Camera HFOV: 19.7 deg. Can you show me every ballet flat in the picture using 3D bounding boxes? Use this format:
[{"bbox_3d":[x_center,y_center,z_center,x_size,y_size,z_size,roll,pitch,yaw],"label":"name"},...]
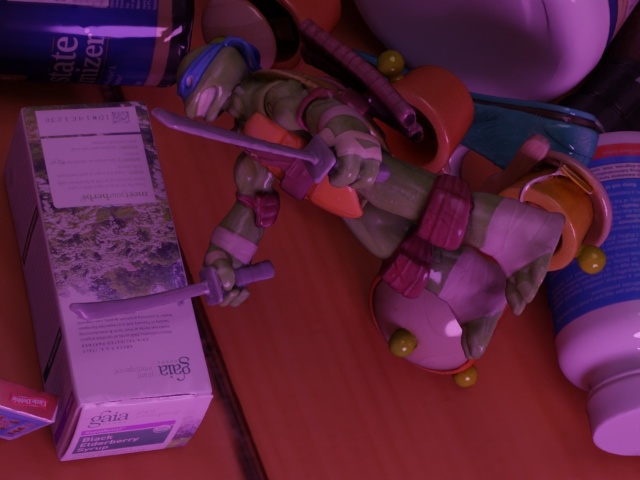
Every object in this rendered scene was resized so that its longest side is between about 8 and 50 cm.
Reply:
[{"bbox_3d":[0.096,-0.081,1.397,0.247,0.087,0.083,20,5,40],"label":"ballet flat"}]

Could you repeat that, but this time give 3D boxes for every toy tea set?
[{"bbox_3d":[0.034,-0.042,1.319,0.336,0.200,0.124,40,49,8],"label":"toy tea set"}]

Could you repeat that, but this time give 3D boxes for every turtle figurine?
[{"bbox_3d":[0.000,0.000,1.177,0.266,0.198,0.274,27,27,-3],"label":"turtle figurine"}]

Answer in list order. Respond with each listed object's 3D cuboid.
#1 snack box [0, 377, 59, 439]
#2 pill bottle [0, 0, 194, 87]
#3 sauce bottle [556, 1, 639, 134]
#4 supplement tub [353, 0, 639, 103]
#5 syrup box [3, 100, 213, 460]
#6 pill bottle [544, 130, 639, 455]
[{"bbox_3d":[-0.262,0.092,1.192,0.178,0.064,0.022,21,62,-30],"label":"snack box"},{"bbox_3d":[-0.211,-0.178,1.370,0.219,0.123,0.122,1,60,-16],"label":"pill bottle"},{"bbox_3d":[0.309,-0.174,1.529,0.111,0.111,0.344,41,56,9],"label":"sauce bottle"},{"bbox_3d":[0.183,-0.284,1.487,0.228,0.228,0.316,34,57,5],"label":"supplement tub"},{"bbox_3d":[-0.151,0.026,1.282,0.093,0.096,0.237,-5,64,-21],"label":"syrup box"},{"bbox_3d":[0.230,0.041,1.372,0.124,0.124,0.221,4,59,-15],"label":"pill bottle"}]
